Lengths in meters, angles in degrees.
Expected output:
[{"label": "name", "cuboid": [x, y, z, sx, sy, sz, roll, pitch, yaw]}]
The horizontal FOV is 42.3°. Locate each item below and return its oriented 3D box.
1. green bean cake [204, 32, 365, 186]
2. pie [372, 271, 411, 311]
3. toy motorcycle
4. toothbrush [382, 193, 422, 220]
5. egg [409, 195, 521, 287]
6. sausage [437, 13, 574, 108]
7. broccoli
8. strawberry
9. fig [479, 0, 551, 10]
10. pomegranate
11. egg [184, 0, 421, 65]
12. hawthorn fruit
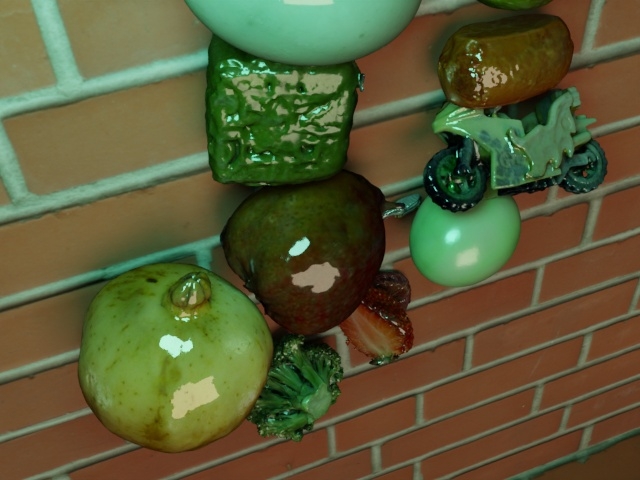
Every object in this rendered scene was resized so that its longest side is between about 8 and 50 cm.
[{"label": "green bean cake", "cuboid": [-0.069, -0.220, 1.392, 0.247, 0.156, 0.249, -2, 129, -12]}, {"label": "pie", "cuboid": [0.137, 0.149, 1.990, 0.182, 0.049, 0.182, -13, 130, -15]}, {"label": "toy motorcycle", "cuboid": [0.385, -0.188, 1.654, 0.410, 0.236, 0.169, -7, 174, -19]}, {"label": "toothbrush", "cuboid": [0.039, 0.007, 1.804, 0.413, 0.035, 0.042, -28, 148, 1]}, {"label": "egg", "cuboid": [0.308, -0.018, 1.768, 0.269, 0.220, 0.220, -48, 150, -34]}, {"label": "sausage", "cuboid": [0.347, -0.333, 1.534, 0.268, 0.153, 0.141, -17, 124, -16]}, {"label": "broccoli", "cuboid": [-0.059, 0.357, 1.976, 0.269, 0.242, 0.261, -50, 121, -18]}, {"label": "strawberry", "cuboid": [0.133, 0.176, 1.917, 0.175, 0.106, 0.236, 7, 133, 22]}, {"label": "fig", "cuboid": [0.340, -0.460, 1.384, 0.206, 0.206, 0.275, -42, 150, 15]}, {"label": "pomegranate", "cuboid": [-0.276, 0.205, 1.591, 0.410, 0.410, 0.410, -15, 137, -14]}, {"label": "egg", "cuboid": [-0.023, -0.390, 1.184, 0.389, 0.276, 0.276, -1, 132, -32]}, {"label": "hawthorn fruit", "cuboid": [-0.019, 0.010, 1.589, 0.308, 0.308, 0.324, 25, 107, -42]}]
